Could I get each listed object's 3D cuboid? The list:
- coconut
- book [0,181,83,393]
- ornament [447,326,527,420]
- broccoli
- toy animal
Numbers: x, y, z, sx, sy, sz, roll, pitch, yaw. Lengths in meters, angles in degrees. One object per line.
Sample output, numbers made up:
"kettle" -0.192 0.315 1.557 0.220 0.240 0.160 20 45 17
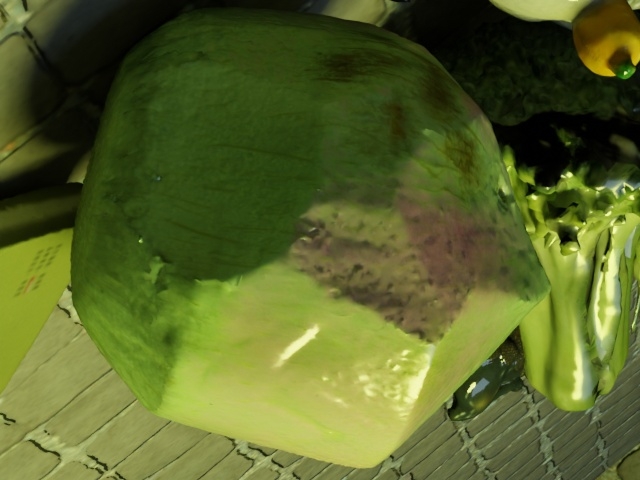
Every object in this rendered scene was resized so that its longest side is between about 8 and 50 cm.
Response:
"coconut" 0.000 0.000 0.888 0.236 0.236 0.204 -15 128 -50
"book" -0.283 0.091 0.896 0.352 0.035 0.239 -20 155 -44
"ornament" 0.197 0.043 1.607 0.202 0.080 0.236 -29 161 -35
"broccoli" 0.139 -0.011 1.093 0.263 0.247 0.243 -26 121 -25
"toy animal" 0.097 -0.140 0.945 0.127 0.131 0.182 -7 -178 13
